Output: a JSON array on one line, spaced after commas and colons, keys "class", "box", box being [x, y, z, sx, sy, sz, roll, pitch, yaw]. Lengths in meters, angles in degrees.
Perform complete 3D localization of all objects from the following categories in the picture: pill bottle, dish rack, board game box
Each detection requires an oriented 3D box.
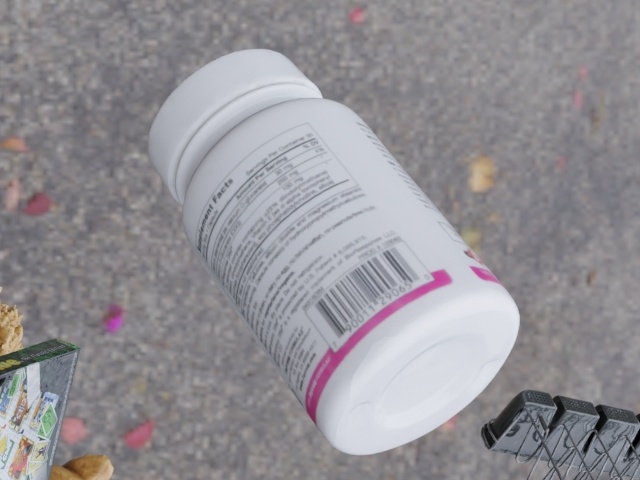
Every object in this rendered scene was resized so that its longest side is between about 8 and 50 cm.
[{"class": "pill bottle", "box": [0.000, 0.000, 1.087, 0.160, 0.283, 0.160, -26, 147, -18]}, {"class": "dish rack", "box": [0.285, 0.249, 1.398, 0.208, 0.271, 0.074, 13, 121, -24]}, {"class": "board game box", "box": [-0.257, 0.207, 1.146, 0.136, 0.030, 0.259, -19, 128, -64]}]

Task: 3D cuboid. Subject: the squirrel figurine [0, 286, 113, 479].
[{"class": "squirrel figurine", "box": [-0.437, 0.257, 1.782, 0.281, 0.370, 0.396, -29, 121, -45]}]
